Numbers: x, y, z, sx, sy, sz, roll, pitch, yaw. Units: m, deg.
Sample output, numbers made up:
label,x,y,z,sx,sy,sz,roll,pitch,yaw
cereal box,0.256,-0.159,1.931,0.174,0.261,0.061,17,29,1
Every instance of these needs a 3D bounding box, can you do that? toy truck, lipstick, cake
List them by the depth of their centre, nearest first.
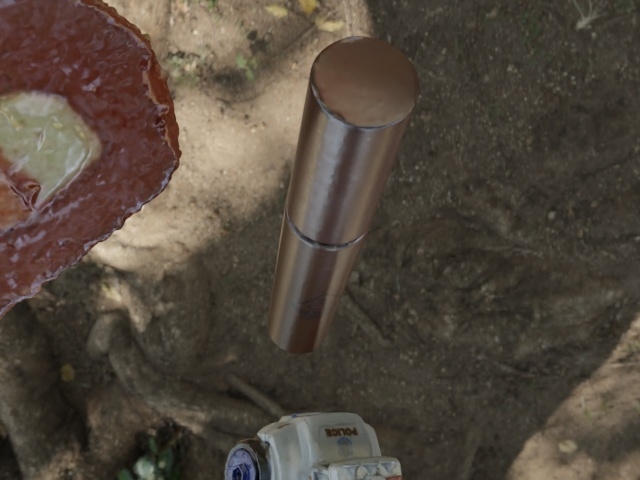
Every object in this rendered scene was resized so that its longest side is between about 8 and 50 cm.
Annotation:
label,x,y,z,sx,sy,sz,roll,pitch,yaw
cake,-0.234,-0.061,0.514,0.283,0.151,0.177,-39,130,-2
lipstick,0.000,0.000,0.533,0.057,0.057,0.357,10,154,-2
toy truck,0.014,0.271,0.777,0.161,0.213,0.177,3,164,-30
